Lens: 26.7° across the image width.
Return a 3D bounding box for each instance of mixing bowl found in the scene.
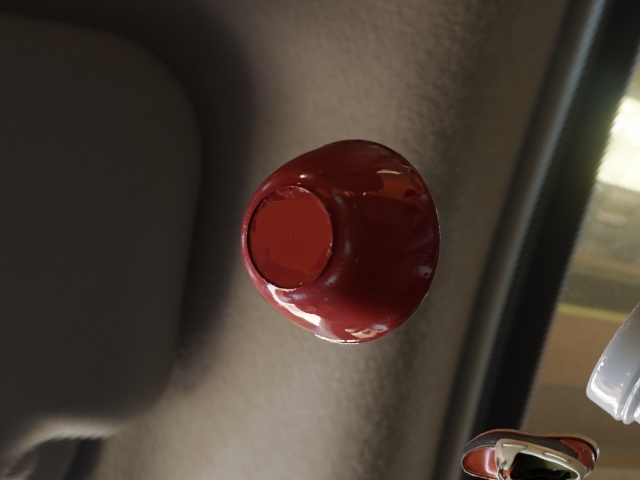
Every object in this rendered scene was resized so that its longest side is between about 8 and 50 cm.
[{"bbox_3d":[0.000,0.000,1.145,0.098,0.181,0.181,2,-54,-58],"label":"mixing bowl"}]

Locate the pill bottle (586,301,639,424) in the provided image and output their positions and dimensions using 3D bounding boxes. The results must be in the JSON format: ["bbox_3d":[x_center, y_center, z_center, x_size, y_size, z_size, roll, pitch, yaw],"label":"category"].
[{"bbox_3d":[0.295,0.125,0.916,0.119,0.208,0.119,-43,-26,-27],"label":"pill bottle"}]

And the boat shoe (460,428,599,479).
[{"bbox_3d":[0.182,0.200,1.212,0.043,0.137,0.049,-46,-60,-47],"label":"boat shoe"}]
